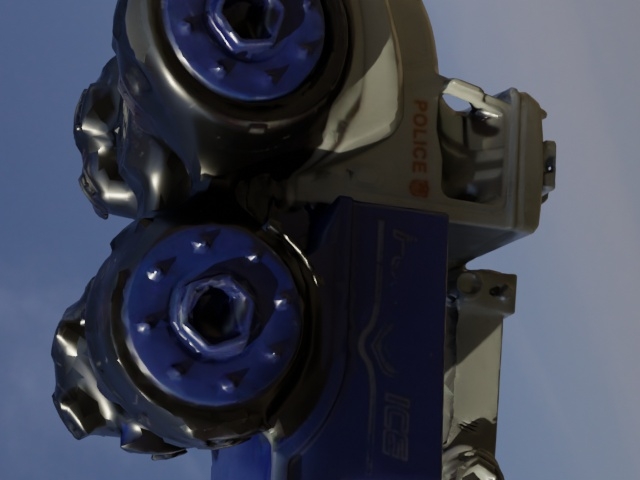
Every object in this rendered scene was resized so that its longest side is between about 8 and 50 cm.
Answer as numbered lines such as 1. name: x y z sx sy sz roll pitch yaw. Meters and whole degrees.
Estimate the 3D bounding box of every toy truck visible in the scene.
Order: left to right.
1. toy truck: 0.000 0.000 0.453 0.161 0.176 0.213 146 129 -71
